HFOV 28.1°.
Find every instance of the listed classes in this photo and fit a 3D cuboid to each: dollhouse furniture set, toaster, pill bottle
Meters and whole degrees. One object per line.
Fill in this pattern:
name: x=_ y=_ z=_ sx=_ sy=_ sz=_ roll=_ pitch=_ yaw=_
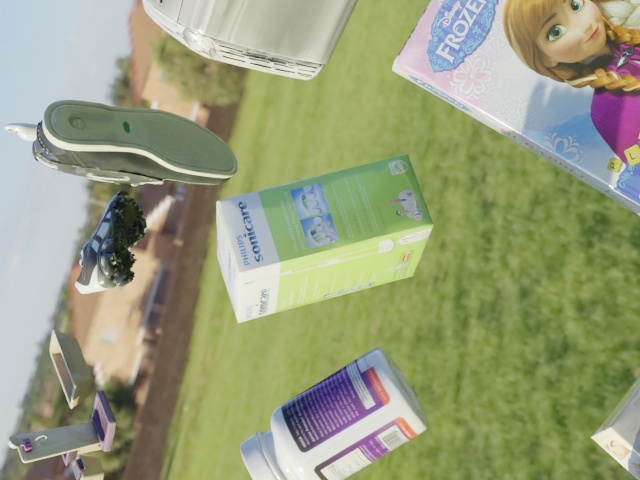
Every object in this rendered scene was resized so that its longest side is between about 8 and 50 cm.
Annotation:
dollhouse furniture set: x=-0.231 y=0.142 z=1.061 sx=0.114 sy=0.081 sz=0.091 roll=60 pitch=147 yaw=36
toaster: x=-0.051 y=-0.236 z=1.140 sx=0.129 sy=0.227 sz=0.146 roll=41 pitch=115 yaw=41
pill bottle: x=0.012 y=0.211 z=1.423 sx=0.193 sy=0.108 sz=0.108 roll=-31 pitch=17 yaw=5

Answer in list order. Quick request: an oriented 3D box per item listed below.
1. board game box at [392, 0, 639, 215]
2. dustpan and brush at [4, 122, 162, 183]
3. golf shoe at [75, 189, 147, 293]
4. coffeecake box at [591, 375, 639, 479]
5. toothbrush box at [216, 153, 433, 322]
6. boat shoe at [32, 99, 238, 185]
board game box: x=0.289 y=-0.235 z=1.317 sx=0.318 sy=0.318 sz=0.066 roll=-60 pitch=-2 yaw=-1
dustpan and brush: x=-0.288 y=-0.116 z=1.602 sx=0.147 sy=0.211 sz=0.060 roll=149 pitch=119 yaw=-66
golf shoe: x=-0.315 y=0.001 z=1.876 sx=0.094 sy=0.077 sz=0.198 roll=-26 pitch=30 yaw=22
coffeecake box: x=0.477 y=0.265 z=1.677 sx=0.142 sy=0.185 sz=0.068 roll=-45 pitch=-6 yaw=-22
toothbrush box: x=0.000 y=0.000 z=1.843 sx=0.206 sy=0.283 sz=0.122 roll=99 pitch=153 yaw=-67
boat shoe: x=-0.209 y=-0.101 z=1.453 sx=0.079 sy=0.233 sz=0.084 roll=-54 pitch=36 yaw=45
